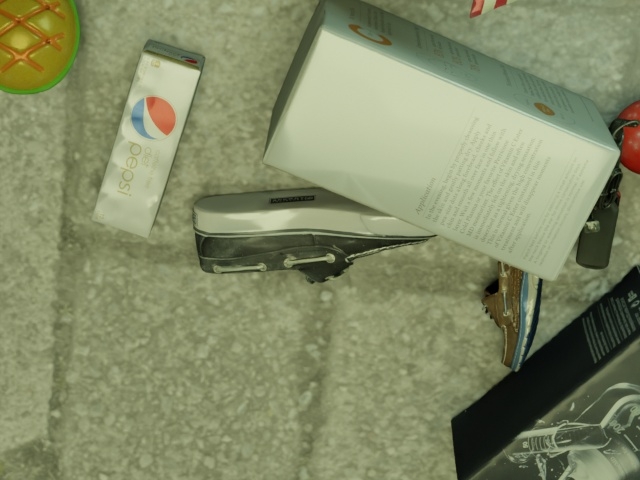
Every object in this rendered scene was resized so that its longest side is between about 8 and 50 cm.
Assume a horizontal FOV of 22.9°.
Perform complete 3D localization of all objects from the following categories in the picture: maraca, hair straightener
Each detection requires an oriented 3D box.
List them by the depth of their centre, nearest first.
[{"bbox_3d":[-0.336,-0.256,1.781,0.127,0.099,0.185,-1,85,-9],"label":"maraca"},{"bbox_3d":[0.328,-0.046,1.795,0.047,0.089,0.230,13,138,5],"label":"hair straightener"}]

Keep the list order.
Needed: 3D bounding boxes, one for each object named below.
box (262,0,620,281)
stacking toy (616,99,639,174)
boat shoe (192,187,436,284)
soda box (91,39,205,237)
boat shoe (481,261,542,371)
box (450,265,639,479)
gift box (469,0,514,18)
[{"bbox_3d":[0.128,-0.122,1.752,0.345,0.215,0.168,23,109,-6],"label":"box"},{"bbox_3d":[0.473,-0.043,1.827,0.330,0.141,0.141,42,105,-7],"label":"stacking toy"},{"bbox_3d":[0.000,0.000,1.858,0.301,0.108,0.102,-2,110,5],"label":"boat shoe"},{"bbox_3d":[-0.200,-0.118,1.839,0.074,0.069,0.216,18,109,-5],"label":"soda box"},{"bbox_3d":[0.231,0.070,1.905,0.066,0.066,0.183,12,113,15],"label":"boat shoe"},{"bbox_3d":[0.387,0.271,1.907,0.312,0.179,0.343,-42,103,16],"label":"box"},{"bbox_3d":[0.180,-0.397,1.631,0.276,0.258,0.255,-27,106,9],"label":"gift box"}]
